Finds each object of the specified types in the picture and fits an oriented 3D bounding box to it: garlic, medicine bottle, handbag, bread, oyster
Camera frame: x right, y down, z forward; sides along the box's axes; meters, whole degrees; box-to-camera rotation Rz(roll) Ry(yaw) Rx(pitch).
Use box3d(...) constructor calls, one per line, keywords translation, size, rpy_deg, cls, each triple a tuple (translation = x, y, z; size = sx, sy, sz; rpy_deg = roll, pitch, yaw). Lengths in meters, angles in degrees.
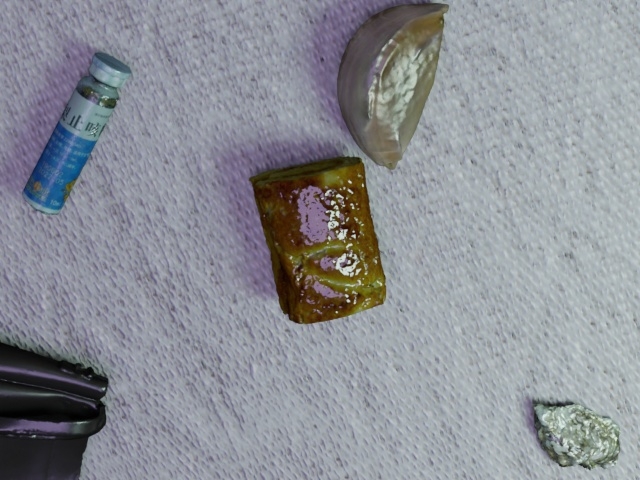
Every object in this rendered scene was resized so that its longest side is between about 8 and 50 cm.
box3d(translation=(0.069, -0.173, 1.705), size=(0.101, 0.087, 0.196), rpy_deg=(10, 106, -13), cls="garlic")
box3d(translation=(-0.276, -0.120, 1.758), size=(0.051, 0.051, 0.191), rpy_deg=(28, 108, -5), cls="medicine bottle")
box3d(translation=(-0.392, 0.260, 1.860), size=(0.257, 0.113, 0.285), rpy_deg=(11, 108, -7), cls="handbag")
box3d(translation=(0.000, 0.000, 1.752), size=(0.132, 0.103, 0.172), rpy_deg=(-12, 103, 0), cls="bread")
box3d(translation=(0.305, 0.232, 1.840), size=(0.100, 0.037, 0.098), rpy_deg=(-8, 107, 6), cls="oyster")
